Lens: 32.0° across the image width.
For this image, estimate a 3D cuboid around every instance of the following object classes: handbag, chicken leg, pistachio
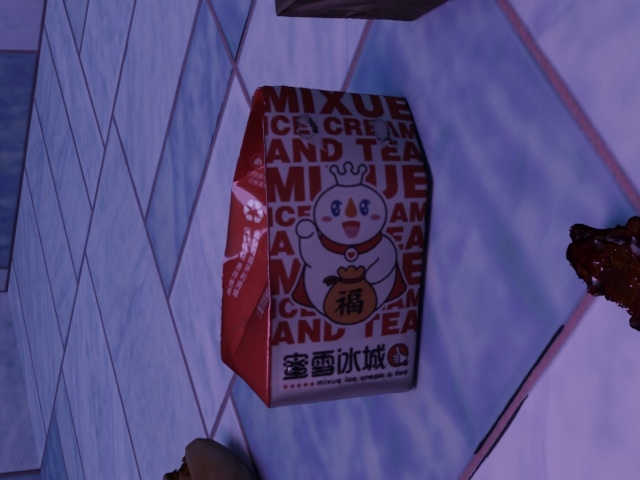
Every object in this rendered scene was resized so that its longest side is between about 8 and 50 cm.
[{"bbox_3d":[0.000,0.000,1.079,0.151,0.171,0.298,-147,57,-62],"label":"handbag"},{"bbox_3d":[0.229,0.023,0.724,0.093,0.053,0.205,67,165,-11],"label":"chicken leg"},{"bbox_3d":[-0.146,0.349,1.509,0.129,0.131,0.206,-45,24,-4],"label":"pistachio"}]

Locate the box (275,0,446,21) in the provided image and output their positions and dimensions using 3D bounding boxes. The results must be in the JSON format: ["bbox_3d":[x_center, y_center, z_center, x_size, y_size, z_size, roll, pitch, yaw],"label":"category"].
[{"bbox_3d":[0.061,-0.287,0.933,0.231,0.155,0.149,168,98,-64],"label":"box"}]
